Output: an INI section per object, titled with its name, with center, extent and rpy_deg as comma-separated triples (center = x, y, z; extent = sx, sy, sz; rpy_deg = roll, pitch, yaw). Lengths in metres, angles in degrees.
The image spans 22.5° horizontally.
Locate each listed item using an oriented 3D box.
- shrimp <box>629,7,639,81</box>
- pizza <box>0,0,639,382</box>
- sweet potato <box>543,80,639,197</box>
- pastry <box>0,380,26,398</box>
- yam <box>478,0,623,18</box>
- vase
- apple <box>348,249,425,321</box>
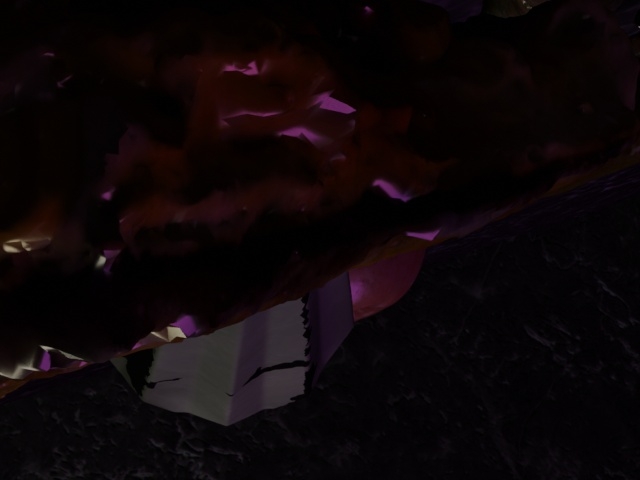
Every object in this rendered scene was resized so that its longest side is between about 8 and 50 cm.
[shrimp]
center = 0.247, -0.131, 1.014
extent = 0.222, 0.054, 0.290
rpy_deg = -22, 174, 42
[pizza]
center = -0.089, -0.016, 0.510
extent = 0.409, 0.114, 0.278
rpy_deg = -15, 179, 0
[sweet potato]
center = 0.125, -0.059, 0.919
extent = 0.244, 0.077, 0.077
rpy_deg = 1, 169, -15
[pastry]
center = -0.276, 0.085, 1.171
extent = 0.153, 0.081, 0.153
rpy_deg = -15, 176, -1
[yam]
center = 0.098, -0.109, 0.635
extent = 0.061, 0.061, 0.253
rpy_deg = -20, 175, -1
[vase]
center = -0.047, 0.005, 0.833
extent = 0.165, 0.165, 0.360
rpy_deg = -19, 171, -9
[apple]
center = 0.000, 0.000, 1.093
extent = 0.153, 0.120, 0.153
rpy_deg = -19, 175, -2
